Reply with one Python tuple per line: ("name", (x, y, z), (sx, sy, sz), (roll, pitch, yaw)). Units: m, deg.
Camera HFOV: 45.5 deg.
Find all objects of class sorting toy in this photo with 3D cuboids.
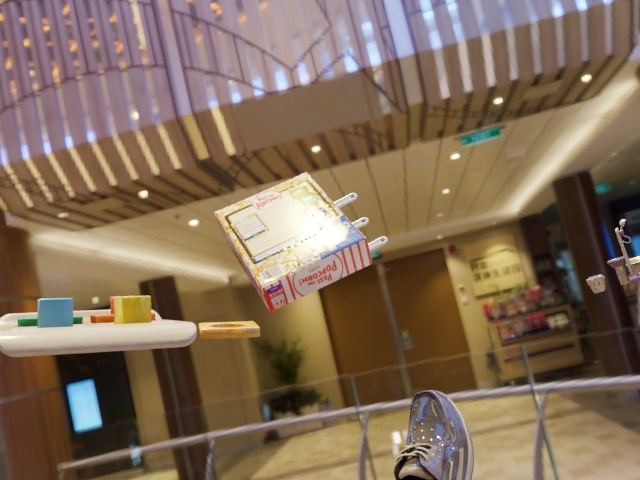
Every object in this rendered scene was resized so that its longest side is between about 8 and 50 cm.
("sorting toy", (-0.234, 0.079, 0.783), (0.347, 0.047, 0.196), (0, 0, -23))

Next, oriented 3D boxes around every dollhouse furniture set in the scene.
("dollhouse furniture set", (0.403, 0.014, 1.036), (0.091, 0.081, 0.114), (-20, -2, 24))

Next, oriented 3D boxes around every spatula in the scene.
("spatula", (0.000, 0.000, 1.564), (0.242, 0.168, 0.019), (-28, -24, -9))

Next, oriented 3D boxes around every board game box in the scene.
("board game box", (-0.041, -0.005, 1.011), (0.146, 0.045, 0.193), (-24, 39, -11))

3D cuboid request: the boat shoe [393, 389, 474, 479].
("boat shoe", (0.221, 0.454, 1.503), (0.132, 0.355, 0.130), (-30, -43, 33))
